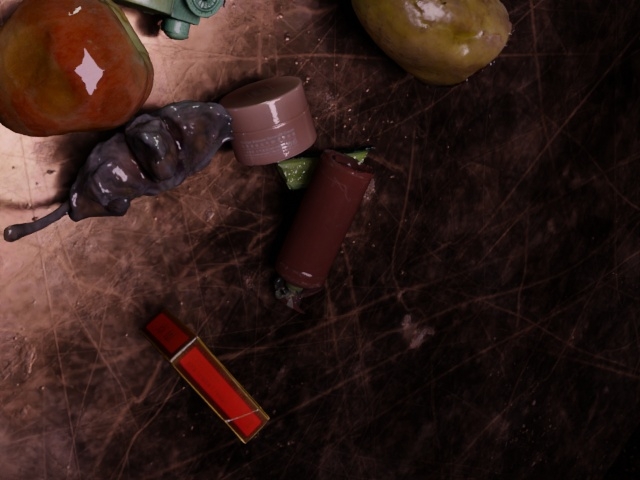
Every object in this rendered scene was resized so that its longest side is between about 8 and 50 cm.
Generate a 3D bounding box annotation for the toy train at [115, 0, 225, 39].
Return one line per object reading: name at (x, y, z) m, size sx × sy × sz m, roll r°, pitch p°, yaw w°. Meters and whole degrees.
toy train at (-0.227, -0.463, 1.092) m, size 0.189 × 0.126 × 0.308 m, roll 7°, pitch 102°, yaw -35°

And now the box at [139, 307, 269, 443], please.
box at (-0.207, 0.241, 1.310) m, size 0.074 × 0.153 × 0.240 m, roll -46°, pitch 124°, yaw -18°

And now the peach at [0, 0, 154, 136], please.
peach at (-0.362, -0.239, 1.038) m, size 0.235 × 0.214 × 0.214 m, roll -23°, pitch 121°, yaw 10°

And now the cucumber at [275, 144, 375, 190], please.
cucumber at (0.007, -0.138, 1.398) m, size 0.220 × 0.046 × 0.070 m, roll -12°, pitch 113°, yaw -28°

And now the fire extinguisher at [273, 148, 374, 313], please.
fire extinguisher at (0.000, 0.000, 1.390) m, size 0.147 × 0.106 × 0.337 m, roll 0°, pitch 120°, yaw -51°

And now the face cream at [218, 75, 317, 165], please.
face cream at (-0.089, -0.205, 1.247) m, size 0.149 × 0.149 × 0.104 m, roll -29°, pitch 120°, yaw -23°

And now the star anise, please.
star anise at (-0.277, -0.129, 1.111) m, size 0.139 × 0.316 × 0.359 m, roll 56°, pitch 28°, yaw -3°

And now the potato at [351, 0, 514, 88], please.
potato at (0.176, -0.414, 1.321) m, size 0.266 × 0.229 × 0.229 m, roll 22°, pitch 92°, yaw -40°
